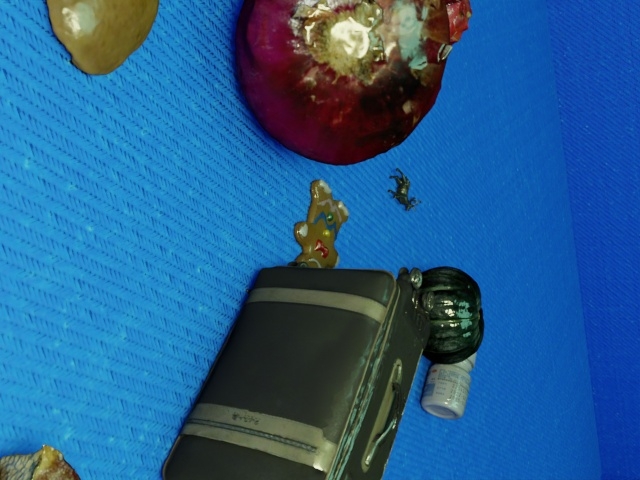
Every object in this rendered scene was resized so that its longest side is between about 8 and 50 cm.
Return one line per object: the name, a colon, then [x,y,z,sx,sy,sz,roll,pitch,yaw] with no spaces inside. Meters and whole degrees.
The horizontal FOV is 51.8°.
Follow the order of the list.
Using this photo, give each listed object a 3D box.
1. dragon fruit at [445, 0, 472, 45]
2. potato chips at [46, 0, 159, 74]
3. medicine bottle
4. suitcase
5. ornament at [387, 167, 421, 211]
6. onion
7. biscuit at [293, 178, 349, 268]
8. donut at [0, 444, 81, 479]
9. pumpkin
dragon fruit: [0.259,-0.495,1.514,0.189,0.163,0.262,95,22,-44]
potato chips: [-0.258,-0.304,0.812,0.150,0.049,0.202,62,36,-41]
medicine bottle: [0.305,0.329,1.562,0.105,0.105,0.168,52,49,-41]
suitcase: [-0.017,0.214,0.939,0.194,0.283,0.434,55,48,-42]
ornament: [0.193,-0.108,1.484,0.125,0.028,0.073,26,67,-50]
onion: [0.032,-0.303,1.059,0.385,0.347,0.348,-101,179,-76]
biscuit: [0.001,0.000,1.196,0.138,0.031,0.205,48,52,-44]
donut: [-0.313,0.359,0.650,0.151,0.112,0.295,49,52,-46]
pumpkin: [0.283,0.168,1.486,0.220,0.161,0.221,-1,90,-65]
